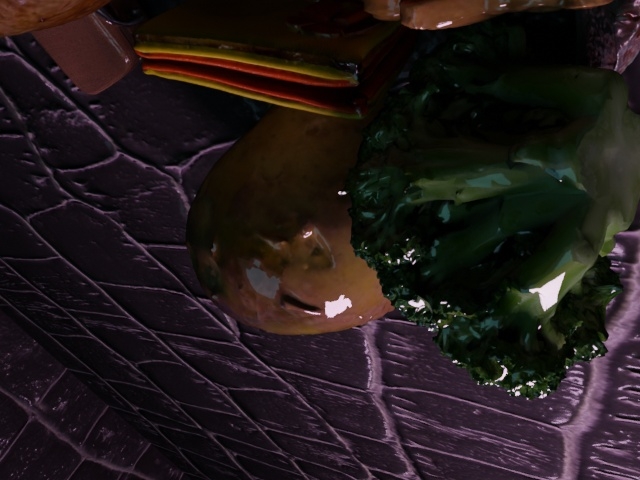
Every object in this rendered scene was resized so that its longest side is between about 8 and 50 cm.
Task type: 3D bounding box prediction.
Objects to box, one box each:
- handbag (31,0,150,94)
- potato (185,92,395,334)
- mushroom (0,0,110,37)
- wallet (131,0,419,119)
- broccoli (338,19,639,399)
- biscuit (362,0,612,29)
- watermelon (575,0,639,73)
[{"bbox_3d":[-0.288,-0.276,0.671,0.151,0.072,0.194,-3,131,39],"label":"handbag"},{"bbox_3d":[0.000,0.000,0.642,0.288,0.237,0.301,5,137,32],"label":"potato"},{"bbox_3d":[-0.249,-0.318,0.473,0.263,0.195,0.283,19,117,25],"label":"mushroom"},{"bbox_3d":[-0.039,-0.188,0.520,0.241,0.141,0.067,17,139,25],"label":"wallet"},{"bbox_3d":[0.151,-0.034,0.458,0.245,0.264,0.295,-178,80,-74],"label":"broccoli"},{"bbox_3d":[0.100,-0.189,0.418,0.250,0.162,0.035,40,146,48],"label":"biscuit"},{"bbox_3d":[0.213,-0.175,0.405,0.081,0.094,0.180,4,155,28],"label":"watermelon"}]
